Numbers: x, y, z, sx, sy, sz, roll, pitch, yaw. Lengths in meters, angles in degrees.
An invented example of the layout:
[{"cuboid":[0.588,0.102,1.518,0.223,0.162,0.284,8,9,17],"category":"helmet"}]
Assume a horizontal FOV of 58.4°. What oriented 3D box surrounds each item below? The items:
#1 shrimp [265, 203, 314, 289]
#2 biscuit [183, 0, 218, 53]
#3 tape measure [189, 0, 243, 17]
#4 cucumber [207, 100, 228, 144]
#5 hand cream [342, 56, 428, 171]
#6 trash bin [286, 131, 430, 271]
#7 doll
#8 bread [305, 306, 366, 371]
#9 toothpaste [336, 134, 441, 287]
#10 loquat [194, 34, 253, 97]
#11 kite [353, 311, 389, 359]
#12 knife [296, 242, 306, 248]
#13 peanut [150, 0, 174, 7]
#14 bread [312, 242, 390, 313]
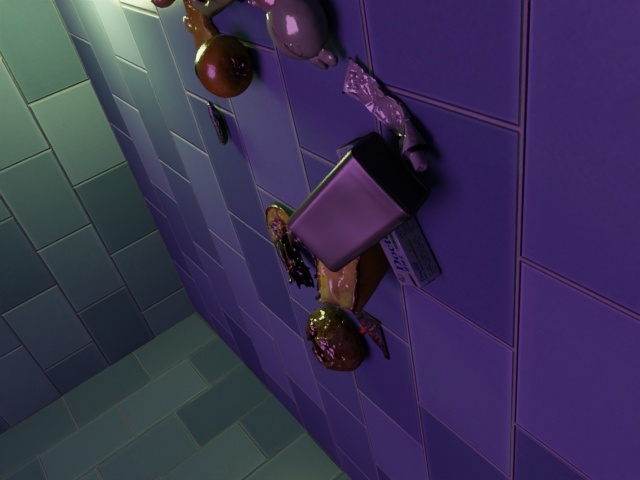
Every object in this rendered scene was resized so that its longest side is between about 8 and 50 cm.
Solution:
[{"cuboid":[-0.087,0.005,1.752,0.178,0.075,0.289,114,137,-58],"category":"shrimp"},{"cuboid":[-0.321,-0.577,1.524,0.153,0.030,0.234,40,152,38],"category":"biscuit"},{"cuboid":[-0.251,-0.590,1.278,0.175,0.106,0.200,51,163,-22],"category":"tape measure"},{"cuboid":[-0.315,-0.365,1.777,0.037,0.037,0.155,31,147,46],"category":"cucumber"},{"cuboid":[0.123,-0.229,1.060,0.257,0.050,0.084,56,157,24],"category":"hand cream"},{"cuboid":[0.068,-0.064,1.118,0.164,0.122,0.240,46,131,-1],"category":"trash bin"},{"cuboid":[-0.068,-0.441,1.085,0.155,0.113,0.275,-7,112,62],"category":"doll"},{"cuboid":[0.039,0.325,1.834,0.230,0.123,0.230,45,156,26],"category":"bread"},{"cuboid":[0.145,-0.058,1.209,0.336,0.067,0.081,63,159,-12],"category":"toothpaste"},{"cuboid":[-0.236,-0.428,1.413,0.163,0.137,0.163,25,122,49],"category":"loquat"},{"cuboid":[0.139,0.254,1.690,0.232,0.009,0.189,54,158,9],"category":"kite"},{"cuboid":[-0.069,0.012,1.802,0.091,0.005,0.014,18,137,57],"category":"knife"},{"cuboid":[-0.469,-0.720,1.577,0.214,0.099,0.099,46,155,13],"category":"peanut"},{"cuboid":[0.075,0.036,1.357,0.204,0.163,0.262,10,106,62],"category":"bread"}]
